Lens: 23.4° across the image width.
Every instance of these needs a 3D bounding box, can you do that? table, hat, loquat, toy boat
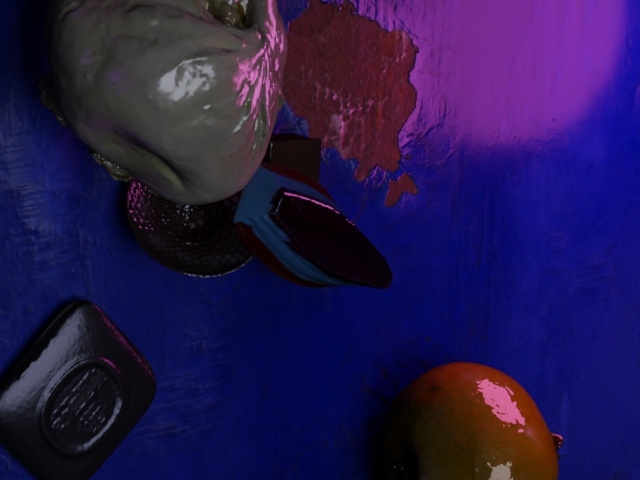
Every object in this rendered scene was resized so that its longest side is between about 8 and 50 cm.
[{"bbox_3d":[-0.057,-0.108,2.073,0.083,0.082,0.070,-7,107,-36],"label":"table"},{"bbox_3d":[-0.168,-0.029,2.020,0.193,0.082,0.193,7,67,-17],"label":"hat"},{"bbox_3d":[0.231,0.322,2.308,0.274,0.275,0.275,-12,111,-35],"label":"loquat"},{"bbox_3d":[0.000,0.000,2.068,0.392,0.079,0.136,35,74,-60],"label":"toy boat"}]

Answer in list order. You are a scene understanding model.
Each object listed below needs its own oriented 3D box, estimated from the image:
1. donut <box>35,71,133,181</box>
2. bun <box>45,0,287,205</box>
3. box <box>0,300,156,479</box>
[{"bbox_3d":[-0.278,-0.154,1.868,0.065,0.108,0.166,-40,123,4],"label":"donut"},{"bbox_3d":[-0.156,-0.220,1.805,0.361,0.213,0.361,35,45,-46],"label":"bun"},{"bbox_3d":[-0.317,0.204,1.991,0.212,0.042,0.201,-49,129,-15],"label":"box"}]
